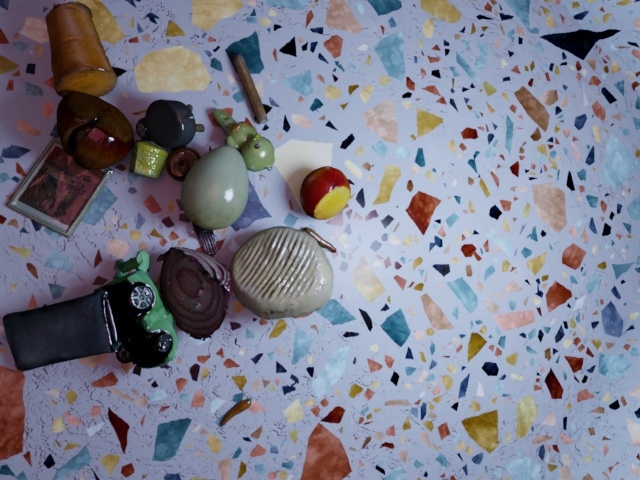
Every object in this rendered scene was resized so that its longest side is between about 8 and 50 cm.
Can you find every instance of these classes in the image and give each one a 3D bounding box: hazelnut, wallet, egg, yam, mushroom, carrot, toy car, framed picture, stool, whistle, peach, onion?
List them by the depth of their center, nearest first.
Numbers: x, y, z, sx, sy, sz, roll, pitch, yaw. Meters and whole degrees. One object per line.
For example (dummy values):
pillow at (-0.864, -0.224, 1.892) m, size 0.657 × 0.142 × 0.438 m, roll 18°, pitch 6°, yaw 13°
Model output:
wallet at (-0.796, 0.281, 1.225) m, size 0.378 × 0.046 × 0.191 m, roll -14°, pitch 89°, yaw 14°
carrot at (-0.786, -0.607, 1.284) m, size 0.195 × 0.196 × 0.255 m, roll -20°, pitch 89°, yaw -15°
hazelnut at (-0.731, -0.348, 1.289) m, size 0.217 × 0.217 × 0.252 m, roll -39°, pitch 87°, yaw -14°
toy car at (-0.586, 0.232, 1.299) m, size 0.213 × 0.176 × 0.359 m, roll -20°, pitch 102°, yaw 28°
framed picture at (-0.859, -0.176, 1.329) m, size 0.216 × 0.016 × 0.274 m, roll 29°, pitch 80°, yaw -12°
onion at (-0.410, 0.174, 1.361) m, size 0.314 × 0.146 × 0.280 m, roll 32°, pitch 116°, yaw 19°
egg at (-0.348, -0.180, 1.364) m, size 0.218 × 0.218 × 0.296 m, roll 22°, pitch 82°, yaw -13°
stool at (-0.513, -0.401, 1.366) m, size 0.227 × 0.139 × 0.154 m, roll 18°, pitch 112°, yaw 15°
mushroom at (-0.476, -0.265, 1.405) m, size 0.126 × 0.085 × 0.109 m, roll -20°, pitch 66°, yaw -17°
whistle at (-0.269, -0.368, 1.440) m, size 0.141 × 0.141 × 0.294 m, roll -38°, pitch 97°, yaw -14°
carrot at (-0.301, 0.612, 1.440) m, size 0.142 × 0.035 × 0.035 m, roll -36°, pitch 97°, yaw -7°
peach at (0.019, -0.170, 1.483) m, size 0.190 × 0.190 × 0.193 m, roll 7°, pitch 67°, yaw -15°
yam at (-0.261, -0.563, 1.496) m, size 0.046 × 0.046 × 0.264 m, roll -23°, pitch 93°, yaw -15°
carrot at (-0.001, 0.001, 1.549) m, size 0.165 × 0.035 × 0.036 m, roll 36°, pitch 79°, yaw -14°

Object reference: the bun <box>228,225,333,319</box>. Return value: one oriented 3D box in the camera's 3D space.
bun at (-0.133, 0.114, 1.412) m, size 0.360 × 0.234 × 0.327 m, roll 2°, pitch 78°, yaw 4°

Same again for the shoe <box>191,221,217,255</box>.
shoe at (-0.410, -0.022, 1.429) m, size 0.062 × 0.053 × 0.160 m, roll -21°, pitch 96°, yaw -12°

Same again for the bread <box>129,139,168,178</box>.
bread at (-0.583, -0.273, 1.357) m, size 0.111 × 0.129 × 0.115 m, roll 16°, pitch 92°, yaw -32°
